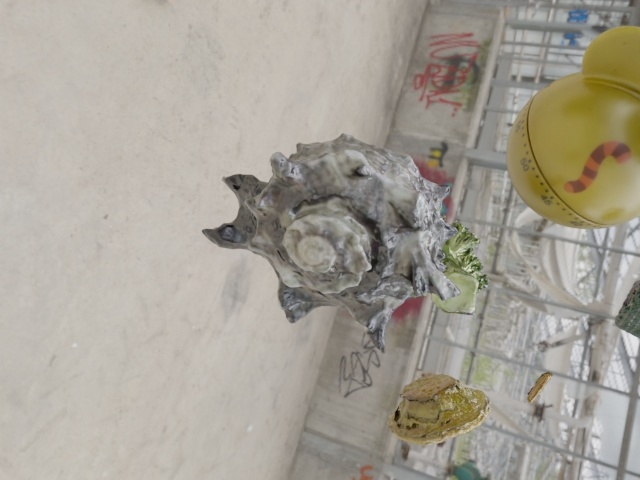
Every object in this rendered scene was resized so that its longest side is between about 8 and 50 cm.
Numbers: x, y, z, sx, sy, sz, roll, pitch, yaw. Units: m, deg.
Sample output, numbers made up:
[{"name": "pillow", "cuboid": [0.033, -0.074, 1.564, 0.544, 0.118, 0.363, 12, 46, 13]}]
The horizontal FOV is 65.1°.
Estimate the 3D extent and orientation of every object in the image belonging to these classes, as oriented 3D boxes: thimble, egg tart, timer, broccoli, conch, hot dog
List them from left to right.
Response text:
[{"name": "conch", "cuboid": [0.000, -0.013, 0.545, 0.186, 0.313, 0.240, -55, 133, -16]}, {"name": "broccoli", "cuboid": [0.226, 0.055, 1.050, 0.221, 0.252, 0.361, -56, 164, 11]}, {"name": "egg tart", "cuboid": [0.257, 0.369, 1.124, 0.241, 0.241, 0.105, -18, 88, -68]}, {"name": "hot dog", "cuboid": [0.460, 0.308, 1.059, 0.037, 0.021, 0.083, 7, 115, -56]}, {"name": "timer", "cuboid": [0.599, -0.206, 1.044, 0.387, 0.376, 0.376, -40, -157, 58]}, {"name": "thimble", "cuboid": [0.685, 0.149, 1.051, 0.118, 0.090, 0.135, -60, 153, -5]}]
